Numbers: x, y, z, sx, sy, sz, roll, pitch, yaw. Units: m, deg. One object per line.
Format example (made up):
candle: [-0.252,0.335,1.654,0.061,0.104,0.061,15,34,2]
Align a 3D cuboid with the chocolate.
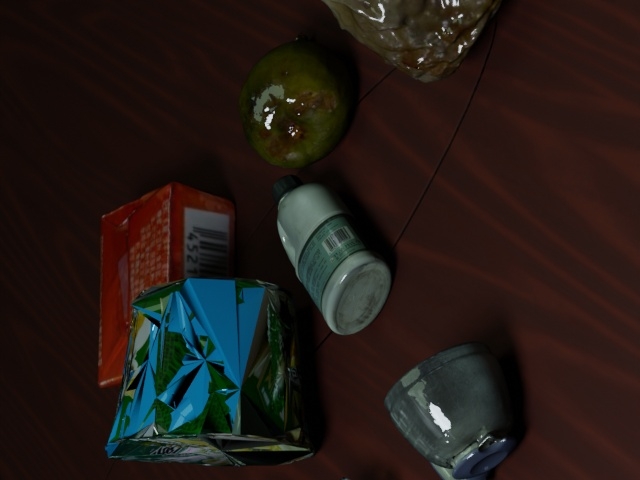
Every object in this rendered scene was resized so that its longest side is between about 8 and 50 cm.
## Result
chocolate: [-0.198,0.063,2.002,0.235,0.108,0.237,-21,67,57]

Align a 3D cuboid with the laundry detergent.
laundry detergent: [0.000,0.000,1.700,0.225,0.070,0.099,55,137,49]

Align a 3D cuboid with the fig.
fig: [-0.040,-0.170,1.755,0.185,0.127,0.133,-123,34,-43]

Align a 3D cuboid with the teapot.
teapot: [0.117,0.172,1.427,0.149,0.111,0.108,-50,57,36]

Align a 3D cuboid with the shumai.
shumai: [0.035,-0.321,1.474,0.217,0.283,0.346,178,89,-65]

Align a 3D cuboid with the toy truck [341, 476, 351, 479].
toy truck: [-0.016,0.325,1.532,0.080,0.178,0.115,14,126,60]

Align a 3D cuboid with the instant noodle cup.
instant noodle cup: [-0.119,0.148,1.728,0.240,0.240,0.178,-25,61,56]
